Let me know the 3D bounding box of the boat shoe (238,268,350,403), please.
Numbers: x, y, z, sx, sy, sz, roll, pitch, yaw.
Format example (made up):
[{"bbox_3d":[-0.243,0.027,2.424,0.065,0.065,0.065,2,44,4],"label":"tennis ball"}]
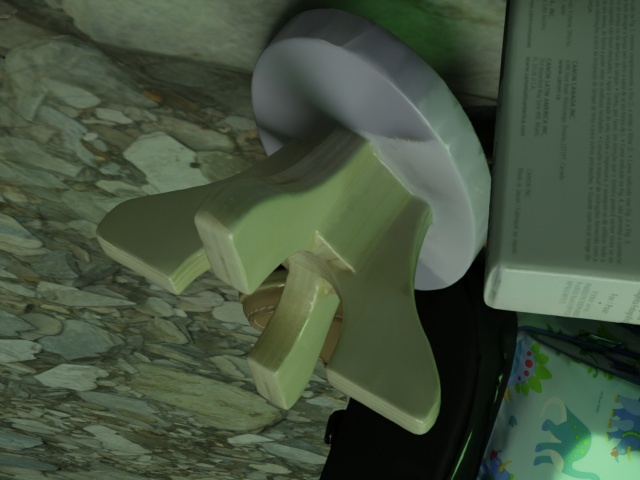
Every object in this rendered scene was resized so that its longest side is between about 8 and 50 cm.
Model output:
[{"bbox_3d":[0.073,0.119,1.049,0.341,0.110,0.122,20,154,-23],"label":"boat shoe"}]

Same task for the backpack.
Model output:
[{"bbox_3d":[0.218,0.190,0.962,0.356,0.290,0.273,18,-174,-39],"label":"backpack"}]

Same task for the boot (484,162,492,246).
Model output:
[{"bbox_3d":[0.243,-0.008,0.728,0.284,0.109,0.220,12,166,-33],"label":"boot"}]

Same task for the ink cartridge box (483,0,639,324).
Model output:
[{"bbox_3d":[0.207,-0.048,0.541,0.232,0.189,0.066,8,156,2],"label":"ink cartridge box"}]

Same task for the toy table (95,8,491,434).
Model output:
[{"bbox_3d":[0.000,0.000,0.685,0.252,0.161,0.274,23,155,31],"label":"toy table"}]
